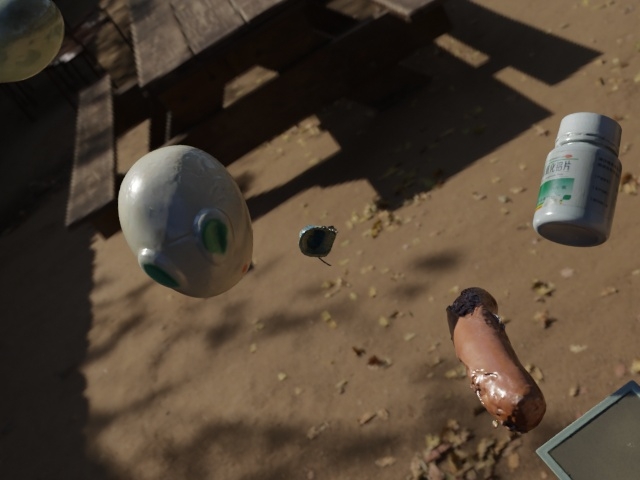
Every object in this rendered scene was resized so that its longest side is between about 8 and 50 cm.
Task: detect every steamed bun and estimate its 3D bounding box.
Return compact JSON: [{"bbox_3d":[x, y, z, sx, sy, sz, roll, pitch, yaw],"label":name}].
[{"bbox_3d":[-0.195,-0.025,1.212,0.177,0.228,0.131,-29,-6,13],"label":"steamed bun"}]

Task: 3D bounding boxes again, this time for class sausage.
[{"bbox_3d":[0.215,0.138,1.110,0.079,0.087,0.326,-59,12,17],"label":"sausage"}]

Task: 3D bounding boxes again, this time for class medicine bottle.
[{"bbox_3d":[0.278,-0.065,0.915,0.080,0.080,0.130,-2,66,44],"label":"medicine bottle"}]

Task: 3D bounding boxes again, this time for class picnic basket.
[{"bbox_3d":[0.000,0.000,1.509,0.083,0.083,0.065,36,115,46],"label":"picnic basket"}]

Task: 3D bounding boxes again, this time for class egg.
[{"bbox_3d":[-0.418,-0.276,1.161,0.152,0.114,0.114,-46,31,-24],"label":"egg"}]

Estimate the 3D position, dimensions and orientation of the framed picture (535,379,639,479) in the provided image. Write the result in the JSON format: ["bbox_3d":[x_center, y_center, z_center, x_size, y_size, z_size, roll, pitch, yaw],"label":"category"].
[{"bbox_3d":[0.512,0.376,1.361,0.217,0.017,0.274,-33,48,-5],"label":"framed picture"}]
